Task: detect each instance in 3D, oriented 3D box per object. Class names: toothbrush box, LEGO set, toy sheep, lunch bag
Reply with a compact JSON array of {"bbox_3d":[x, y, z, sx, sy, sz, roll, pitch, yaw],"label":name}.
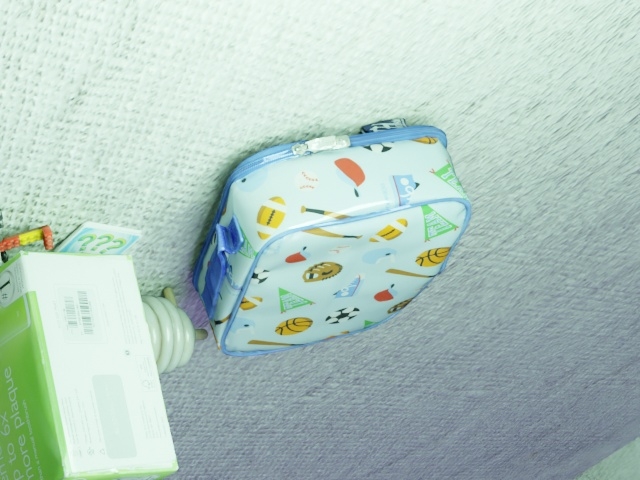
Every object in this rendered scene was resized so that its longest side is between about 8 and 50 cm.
[{"bbox_3d":[-0.271,0.157,1.590,0.122,0.206,0.283,2,156,-39],"label":"toothbrush box"},{"bbox_3d":[-0.296,0.043,1.601,0.182,0.060,0.244,-39,150,27],"label":"LEGO set"},{"bbox_3d":[-0.170,0.095,1.768,0.132,0.091,0.091,-4,151,-33],"label":"toy sheep"},{"bbox_3d":[0.000,0.000,1.688,0.243,0.115,0.303,-10,154,-19],"label":"lunch bag"}]
